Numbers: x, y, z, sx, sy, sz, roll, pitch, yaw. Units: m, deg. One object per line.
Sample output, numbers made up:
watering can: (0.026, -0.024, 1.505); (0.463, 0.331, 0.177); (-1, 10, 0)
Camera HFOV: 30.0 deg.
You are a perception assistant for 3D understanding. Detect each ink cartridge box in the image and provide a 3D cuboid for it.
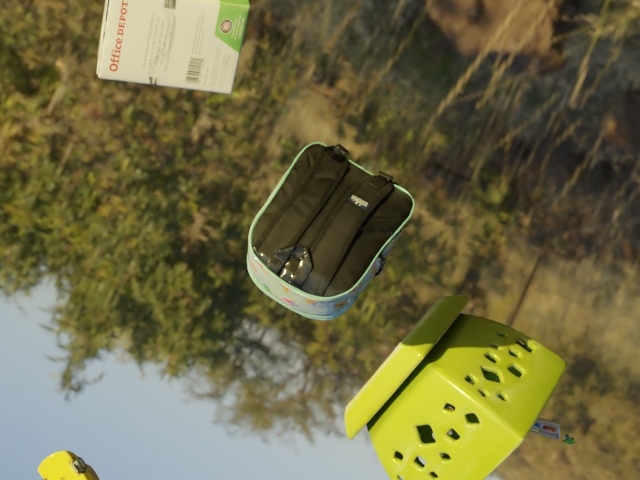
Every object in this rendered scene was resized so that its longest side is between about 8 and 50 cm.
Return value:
ink cartridge box: (-0.237, -0.331, 1.891); (0.220, 0.160, 0.092); (6, -146, -16)

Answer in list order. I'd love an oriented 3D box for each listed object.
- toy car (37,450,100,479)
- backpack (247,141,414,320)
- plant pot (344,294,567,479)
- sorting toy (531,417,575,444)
toy car: (-0.256, 0.390, 1.581); (0.225, 0.239, 0.053); (-2, -175, 6)
backpack: (0.000, 0.000, 1.448); (0.166, 0.188, 0.144); (32, 150, 4)
plant pot: (0.180, 0.223, 1.693); (0.207, 0.228, 0.227); (40, -146, 6)
sorting toy: (0.363, 0.301, 1.887); (0.083, 0.012, 0.062); (16, 155, 18)
